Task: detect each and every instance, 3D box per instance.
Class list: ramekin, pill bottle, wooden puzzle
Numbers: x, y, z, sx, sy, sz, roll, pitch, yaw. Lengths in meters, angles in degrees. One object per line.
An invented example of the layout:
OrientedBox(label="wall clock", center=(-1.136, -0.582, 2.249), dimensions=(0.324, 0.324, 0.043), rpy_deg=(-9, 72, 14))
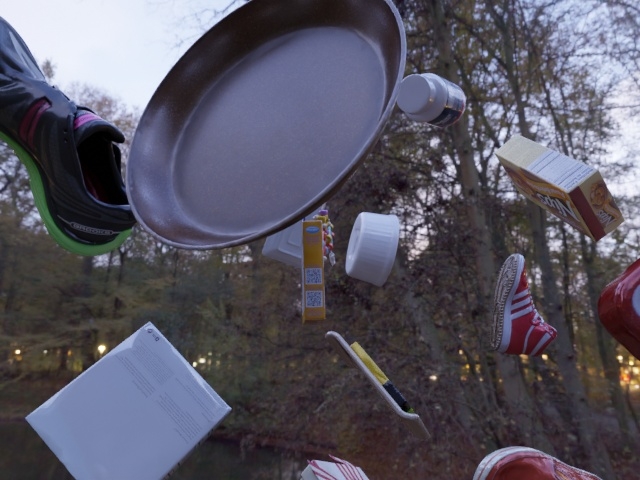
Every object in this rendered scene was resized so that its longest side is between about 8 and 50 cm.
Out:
OrientedBox(label="ramekin", center=(0.188, 0.025, 1.669), dimensions=(0.135, 0.277, 0.277), rpy_deg=(13, -18, -5))
OrientedBox(label="pill bottle", center=(0.250, -0.321, 1.013), dimensions=(0.108, 0.108, 0.180), rpy_deg=(-11, -2, 39))
OrientedBox(label="wooden puzzle", center=(0.123, 0.294, 0.905), dimensions=(0.238, 0.044, 0.221), rpy_deg=(40, -12, 36))

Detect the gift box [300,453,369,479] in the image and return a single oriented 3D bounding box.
OrientedBox(label="gift box", center=(0.029, 0.650, 1.006), dimensions=(0.276, 0.258, 0.255), rpy_deg=(40, 0, 39))

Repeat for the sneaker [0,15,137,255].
OrientedBox(label="sneaker", center=(-0.487, -0.211, 0.838), dimensions=(0.202, 0.483, 0.185), rpy_deg=(-26, 12, 16))

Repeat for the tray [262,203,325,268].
OrientedBox(label="tray", center=(-0.056, -0.064, 1.242), dimensions=(0.145, 0.270, 0.030), rpy_deg=(22, -5, -34))

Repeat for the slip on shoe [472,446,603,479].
OrientedBox(label="slip on shoe", center=(0.448, 0.489, 0.857), dimensions=(0.331, 0.123, 0.101), rpy_deg=(20, 1, -12))

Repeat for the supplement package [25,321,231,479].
OrientedBox(label="supplement package", center=(-0.285, 0.281, 0.693), dimensions=(0.194, 0.203, 0.149), rpy_deg=(43, -32, 10))

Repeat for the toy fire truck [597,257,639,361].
OrientedBox(label="toy fire truck", center=(0.350, 0.023, 0.223), dimensions=(0.302, 0.254, 0.169), rpy_deg=(-42, -20, 1))

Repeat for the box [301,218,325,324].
OrientedBox(label="box", center=(-0.011, 0.036, 0.560), dimensions=(0.028, 0.136, 0.081), rpy_deg=(1, -15, -3))

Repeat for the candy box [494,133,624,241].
OrientedBox(label="candy box", center=(0.602, -0.146, 1.143), dimensions=(0.087, 0.316, 0.183), rpy_deg=(-42, -62, 10))

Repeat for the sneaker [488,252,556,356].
OrientedBox(label="sneaker", center=(0.244, 0.078, 0.525), dimensions=(0.067, 0.118, 0.042), rpy_deg=(13, -6, -1))

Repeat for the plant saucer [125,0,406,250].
OrientedBox(label="plant saucer", center=(-0.060, -0.124, 0.436), dimensions=(0.310, 0.311, 0.050), rpy_deg=(-6, -28, 27))

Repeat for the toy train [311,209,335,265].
OrientedBox(label="toy train", center=(0.000, 0.000, 1.021), dimensions=(0.046, 0.125, 0.166), rpy_deg=(-2, -16, 9))
